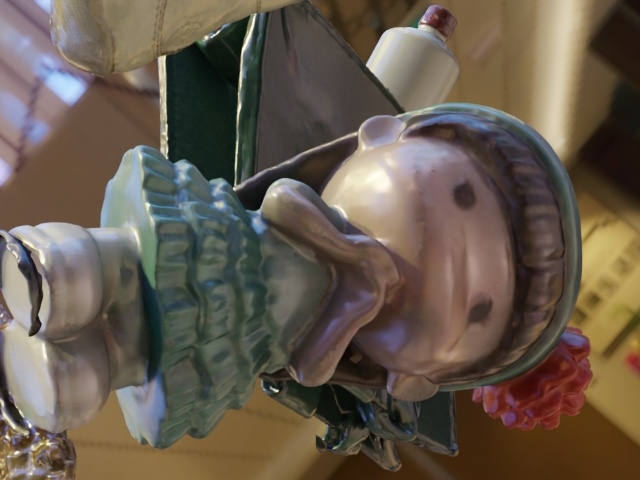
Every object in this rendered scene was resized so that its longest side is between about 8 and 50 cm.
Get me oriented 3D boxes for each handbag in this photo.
[{"bbox_3d":[-0.001,-0.001,1.142,0.326,0.089,0.238,44,-139,-54],"label":"handbag"}]

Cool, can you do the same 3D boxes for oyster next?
[{"bbox_3d":[-0.289,0.210,1.659,0.096,0.361,0.221,-20,-55,-15],"label":"oyster"}]

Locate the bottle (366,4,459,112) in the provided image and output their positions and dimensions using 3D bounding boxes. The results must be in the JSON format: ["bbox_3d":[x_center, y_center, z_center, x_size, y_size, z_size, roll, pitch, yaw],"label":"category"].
[{"bbox_3d":[0.090,-0.167,2.053,0.245,0.104,0.104,-62,-7,-15],"label":"bottle"}]

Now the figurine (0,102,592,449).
[{"bbox_3d":[-0.006,0.023,0.681,0.245,0.110,0.138,-9,-71,-26],"label":"figurine"}]

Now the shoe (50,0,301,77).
[{"bbox_3d":[0.012,-0.188,0.926,0.342,0.210,0.132,-52,-15,-32],"label":"shoe"}]
